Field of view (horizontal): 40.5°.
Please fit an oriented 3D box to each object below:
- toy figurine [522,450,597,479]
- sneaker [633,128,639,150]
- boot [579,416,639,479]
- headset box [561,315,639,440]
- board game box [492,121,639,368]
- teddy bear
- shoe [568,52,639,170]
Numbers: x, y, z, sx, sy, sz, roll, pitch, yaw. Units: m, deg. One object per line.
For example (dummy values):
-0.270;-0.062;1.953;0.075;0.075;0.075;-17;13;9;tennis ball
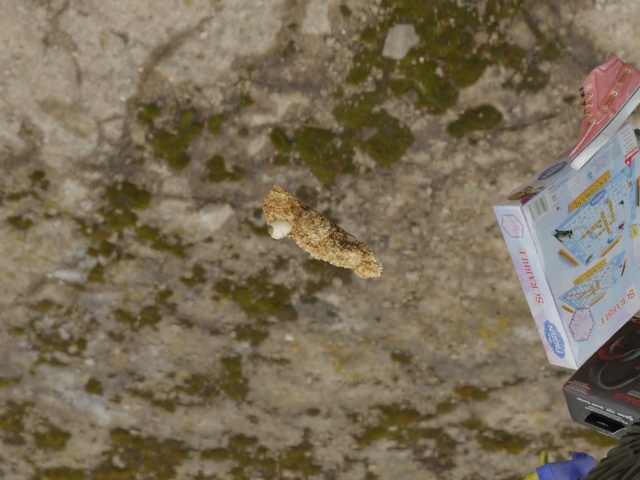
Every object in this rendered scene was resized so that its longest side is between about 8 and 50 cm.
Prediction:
0.342;0.382;1.203;0.362;0.191;0.217;6;140;-38;toy figurine
0.662;-0.113;1.710;0.078;0.106;0.234;-19;124;25;sneaker
0.421;0.362;0.766;0.445;0.367;0.146;61;154;3;boot
0.676;0.308;1.838;0.218;0.293;0.110;16;138;53;headset box
0.471;0.004;1.511;0.066;0.318;0.318;5;123;56;board game box
0.000;0.000;2.094;0.338;0.245;0.113;33;89;-19;teddy bear
0.392;-0.185;1.236;0.081;0.178;0.063;40;171;9;shoe
